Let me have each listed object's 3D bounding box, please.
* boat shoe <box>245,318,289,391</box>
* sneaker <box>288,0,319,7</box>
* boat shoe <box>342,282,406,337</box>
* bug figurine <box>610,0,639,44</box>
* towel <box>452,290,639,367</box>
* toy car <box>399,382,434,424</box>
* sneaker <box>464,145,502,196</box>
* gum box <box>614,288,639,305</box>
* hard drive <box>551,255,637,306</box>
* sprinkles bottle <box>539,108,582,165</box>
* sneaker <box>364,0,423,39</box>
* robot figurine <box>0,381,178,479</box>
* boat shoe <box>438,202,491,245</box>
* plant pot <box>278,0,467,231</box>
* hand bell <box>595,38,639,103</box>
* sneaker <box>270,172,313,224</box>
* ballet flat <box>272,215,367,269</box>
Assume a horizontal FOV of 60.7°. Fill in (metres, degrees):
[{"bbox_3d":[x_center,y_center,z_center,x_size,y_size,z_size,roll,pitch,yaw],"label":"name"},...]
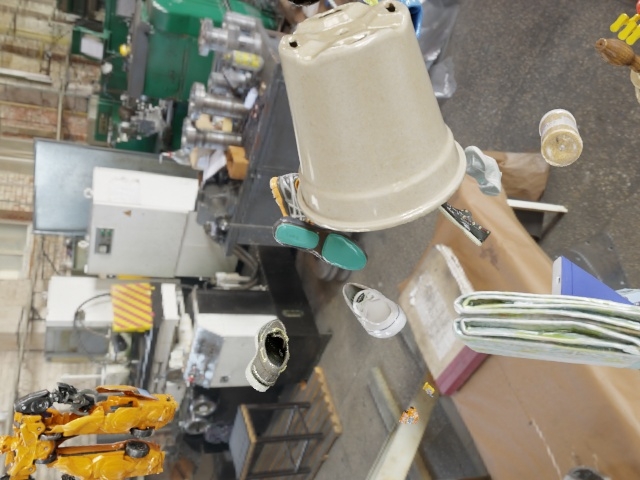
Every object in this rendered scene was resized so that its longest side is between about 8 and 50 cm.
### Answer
[{"bbox_3d":[-0.137,0.313,1.595,0.091,0.109,0.305,-46,12,19],"label":"boat shoe"},{"bbox_3d":[-0.086,-0.489,0.998,0.083,0.222,0.118,71,-151,-54],"label":"sneaker"},{"bbox_3d":[0.100,0.144,1.169,0.083,0.076,0.226,-48,17,-10],"label":"boat shoe"},{"bbox_3d":[0.459,-0.379,0.653,0.279,0.072,0.216,-53,48,40],"label":"bug figurine"},{"bbox_3d":[0.419,0.165,0.988,0.320,0.374,0.090,3,76,23],"label":"towel"},{"bbox_3d":[0.263,0.446,1.473,0.040,0.060,0.122,35,101,32],"label":"toy car"},{"bbox_3d":[0.355,-0.162,1.200,0.053,0.152,0.061,0,58,42],"label":"sneaker"},{"bbox_3d":[0.850,0.180,1.600,0.184,0.157,0.041,15,-120,-78],"label":"gum box"},{"bbox_3d":[0.740,0.191,1.403,0.040,0.318,0.210,-56,0,38],"label":"hard drive"},{"bbox_3d":[0.798,-0.349,1.826,0.355,0.121,0.121,-49,-21,-60],"label":"sprinkles bottle"},{"bbox_3d":[0.157,-0.505,1.141,0.126,0.091,0.240,-10,96,55],"label":"sneaker"},{"bbox_3d":[-0.413,0.348,0.969,0.085,0.291,0.211,19,96,55],"label":"robot figurine"},{"bbox_3d":[0.294,-0.045,1.134,0.042,0.133,0.049,-50,3,7],"label":"boat shoe"},{"bbox_3d":[0.072,-0.237,0.977,0.334,0.334,0.305,-121,9,-53],"label":"plant pot"},{"bbox_3d":[0.557,-0.309,0.962,0.126,0.242,0.126,-10,77,56],"label":"hand bell"},{"bbox_3d":[-0.054,-0.075,1.419,0.084,0.083,0.215,-68,-46,-76],"label":"sneaker"},{"bbox_3d":[0.000,0.000,1.105,0.074,0.203,0.074,-160,90,-78],"label":"ballet flat"}]
